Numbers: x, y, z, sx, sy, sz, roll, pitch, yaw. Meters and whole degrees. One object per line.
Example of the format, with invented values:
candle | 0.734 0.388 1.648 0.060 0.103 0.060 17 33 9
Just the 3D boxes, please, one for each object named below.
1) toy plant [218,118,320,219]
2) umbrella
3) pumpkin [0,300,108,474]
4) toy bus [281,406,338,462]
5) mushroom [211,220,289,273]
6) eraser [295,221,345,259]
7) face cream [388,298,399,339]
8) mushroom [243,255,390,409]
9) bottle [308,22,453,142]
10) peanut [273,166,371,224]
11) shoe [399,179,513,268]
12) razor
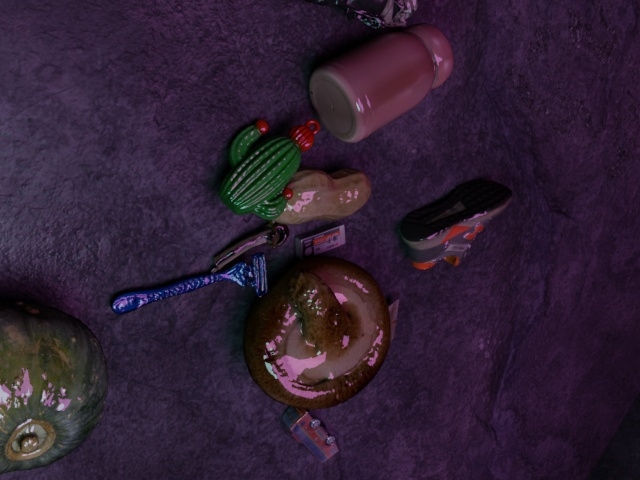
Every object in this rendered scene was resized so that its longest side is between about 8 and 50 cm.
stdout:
toy plant | -0.109 -0.156 1.713 0.155 0.088 0.240 22 79 -7
umbrella | 0.046 -0.487 1.688 0.358 0.106 0.113 1 113 -39
pumpkin | -0.535 0.242 1.456 0.328 0.257 0.291 24 107 -50
toy bus | -0.023 0.469 2.111 0.077 0.065 0.192 -41 131 -7
mushroom | -0.152 0.010 1.806 0.187 0.061 0.060 -26 134 -14
eraser | 0.000 0.000 1.931 0.122 0.029 0.052 -21 122 -31
face cream | 0.066 0.263 2.082 0.341 0.084 0.137 -27 137 -34
mushroom | -0.002 0.200 1.889 0.345 0.239 0.345 -4 112 -11
bottle | 0.133 -0.331 1.802 0.297 0.173 0.206 -35 160 -25
peanut | -0.003 -0.102 1.825 0.274 0.111 0.125 -10 136 -38
shoe | 0.347 -0.020 2.144 0.336 0.132 0.171 -27 130 -25
razor | -0.265 0.095 1.740 0.324 0.056 0.093 -12 108 -23
